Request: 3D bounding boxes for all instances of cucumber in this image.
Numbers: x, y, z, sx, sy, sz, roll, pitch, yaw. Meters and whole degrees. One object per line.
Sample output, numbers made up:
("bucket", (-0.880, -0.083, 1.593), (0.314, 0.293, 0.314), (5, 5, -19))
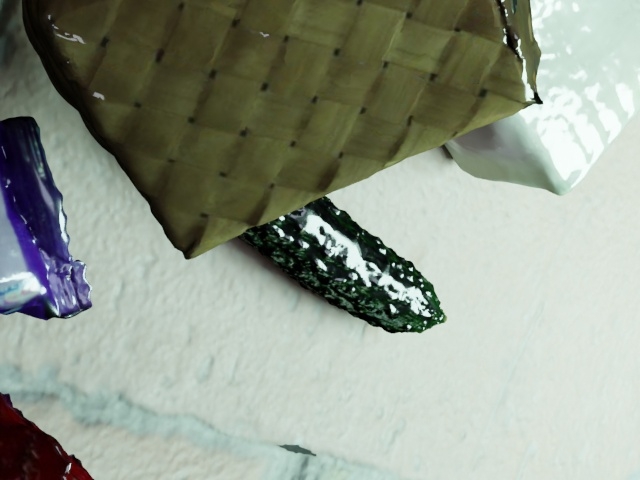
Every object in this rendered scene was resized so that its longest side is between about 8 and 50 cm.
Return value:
("cucumber", (-0.001, 0.002, 1.375), (0.300, 0.072, 0.072), (39, 71, -35))

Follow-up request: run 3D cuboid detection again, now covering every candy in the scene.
("candy", (-0.280, 0.013, 1.153), (0.275, 0.070, 0.145), (-18, 99, -32))
("candy", (0.209, -0.221, 1.475), (0.358, 0.145, 0.208), (-48, 123, -24))

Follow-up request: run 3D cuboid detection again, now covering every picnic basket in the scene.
("picnic basket", (-0.038, -0.202, 1.198), (0.337, 0.337, 0.293), (-49, 133, -24))

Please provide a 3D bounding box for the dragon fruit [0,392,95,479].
("dragon fruit", (-0.263, 0.266, 1.188), (0.286, 0.228, 0.329), (45, 86, 0))
